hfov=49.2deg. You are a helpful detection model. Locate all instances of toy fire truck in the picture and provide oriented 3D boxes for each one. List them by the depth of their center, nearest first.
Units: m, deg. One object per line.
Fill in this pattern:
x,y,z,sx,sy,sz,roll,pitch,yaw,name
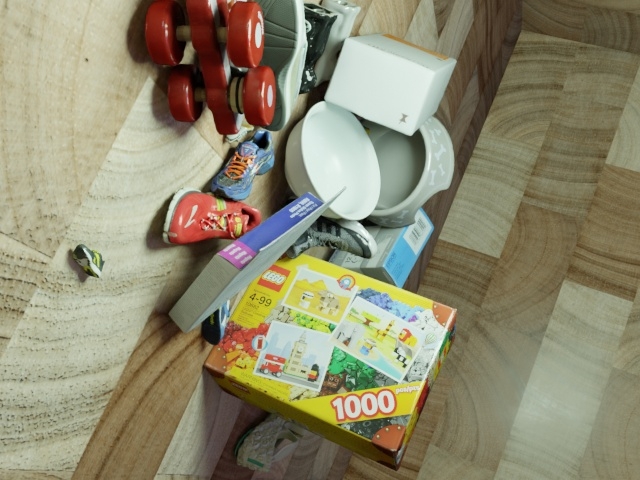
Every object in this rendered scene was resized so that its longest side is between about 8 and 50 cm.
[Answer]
-0.161,-0.345,1.188,0.302,0.169,0.254,82,15,-53,toy fire truck

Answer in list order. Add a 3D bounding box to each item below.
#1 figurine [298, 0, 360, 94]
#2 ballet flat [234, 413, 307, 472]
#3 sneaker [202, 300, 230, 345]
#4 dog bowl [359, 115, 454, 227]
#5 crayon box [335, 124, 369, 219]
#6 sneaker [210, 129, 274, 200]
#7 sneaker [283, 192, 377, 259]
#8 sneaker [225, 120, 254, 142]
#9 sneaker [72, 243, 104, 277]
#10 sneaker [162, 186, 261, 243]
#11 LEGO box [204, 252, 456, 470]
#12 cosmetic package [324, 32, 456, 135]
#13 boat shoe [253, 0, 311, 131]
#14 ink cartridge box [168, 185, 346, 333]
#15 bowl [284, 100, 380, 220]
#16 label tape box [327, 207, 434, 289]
-0.001,-0.441,1.612,0.215,0.092,0.210,-42,153,-54,figurine
-0.115,0.589,2.156,0.409,0.146,0.147,-35,139,-59,ballet flat
-0.232,0.173,1.592,0.059,0.053,0.144,-38,144,-59,sneaker
0.198,-0.213,1.970,0.102,0.348,0.349,12,97,-51,dog bowl
0.036,-0.194,1.912,0.165,0.081,0.279,1,107,-69,crayon box
-0.160,-0.160,1.437,0.221,0.083,0.087,-61,167,-49,sneaker
0.000,0.000,1.745,0.153,0.268,0.101,-51,165,-31,sneaker
-0.170,-0.223,1.441,0.083,0.032,0.037,-30,151,-57,sneaker
-0.375,0.027,1.133,0.083,0.031,0.035,86,17,-55,sneaker
-0.203,-0.045,1.374,0.279,0.118,0.107,-21,126,-65,sneaker
0.034,0.274,1.720,0.373,0.499,0.193,-62,158,-24,LEGO box
0.195,-0.417,1.799,0.453,0.230,0.162,-48,160,-66,cosmetic package
-0.083,-0.374,1.409,0.321,0.118,0.103,95,18,-44,boat shoe
-0.131,0.018,1.449,0.330,0.071,0.324,-46,175,40,ink cartridge box
0.008,-0.176,1.700,0.297,0.134,0.298,23,59,-45,bowl
0.136,0.022,2.111,0.115,0.347,0.249,52,55,-31,label tape box
